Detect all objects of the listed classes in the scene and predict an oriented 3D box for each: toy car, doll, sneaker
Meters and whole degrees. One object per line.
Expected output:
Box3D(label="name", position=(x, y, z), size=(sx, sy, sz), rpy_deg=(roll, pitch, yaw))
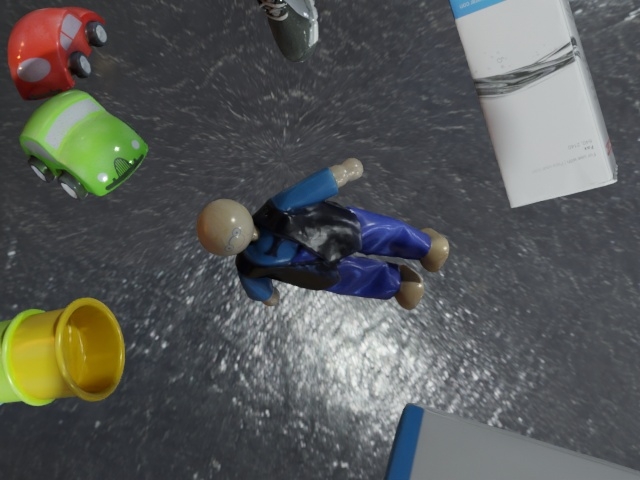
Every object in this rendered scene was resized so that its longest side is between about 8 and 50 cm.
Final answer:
Box3D(label="toy car", position=(-0.208, -0.090, 0.629), size=(0.239, 0.225, 0.053), rpy_deg=(-49, 136, -21))
Box3D(label="doll", position=(0.000, 0.000, 0.611), size=(0.189, 0.046, 0.129), rpy_deg=(11, 122, -33))
Box3D(label="sneaker", position=(-0.086, -0.323, 1.095), size=(0.132, 0.086, 0.229), rpy_deg=(-30, 114, -40))

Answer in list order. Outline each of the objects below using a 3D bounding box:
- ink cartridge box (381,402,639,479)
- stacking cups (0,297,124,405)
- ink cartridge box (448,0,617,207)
Box3D(label="ink cartridge box", position=(0.051, 0.328, 0.407), size=(0.166, 0.285, 0.395), rpy_deg=(16, 114, 7))
Box3D(label="stacking cups", position=(-0.343, 0.128, 0.855), size=(0.316, 0.096, 0.096), rpy_deg=(-12, 96, 24))
Box3D(label="ink cartridge box", position=(0.168, -0.133, 0.690), size=(0.082, 0.139, 0.191), rpy_deg=(-15, 95, 20))
